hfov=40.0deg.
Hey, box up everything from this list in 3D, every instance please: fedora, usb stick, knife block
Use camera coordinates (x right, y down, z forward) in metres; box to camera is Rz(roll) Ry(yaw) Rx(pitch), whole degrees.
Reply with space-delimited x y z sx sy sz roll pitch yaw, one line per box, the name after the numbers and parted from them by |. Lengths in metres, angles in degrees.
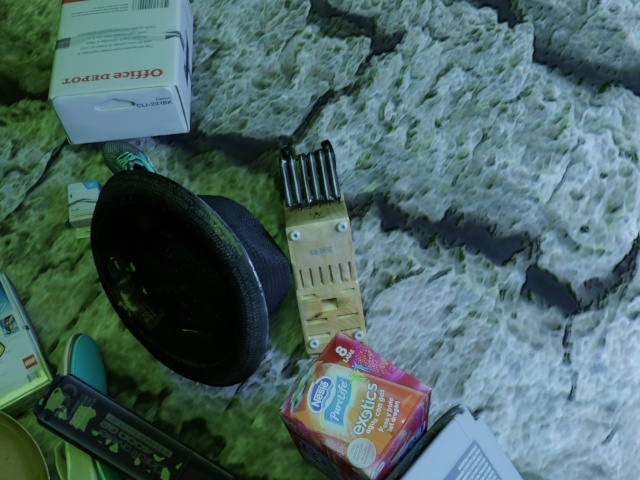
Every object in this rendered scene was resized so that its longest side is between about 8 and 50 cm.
-0.159 0.032 1.197 0.334 0.334 0.152 39 43 21 | fedora
-0.235 0.268 1.129 0.278 0.045 0.077 33 67 -4 | usb stick
0.000 0.000 1.282 0.088 0.242 0.276 -9 108 1 | knife block

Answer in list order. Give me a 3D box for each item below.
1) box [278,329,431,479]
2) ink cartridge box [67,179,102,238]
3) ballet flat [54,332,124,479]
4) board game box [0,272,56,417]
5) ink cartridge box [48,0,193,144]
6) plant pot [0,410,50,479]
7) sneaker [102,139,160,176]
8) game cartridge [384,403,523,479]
0.047 0.224 1.058 0.128 0.257 0.123 32 72 18 | box
-0.361 -0.048 1.353 0.048 0.028 0.083 -11 64 -1 | ink cartridge box
-0.328 0.248 1.182 0.086 0.086 0.249 -16 64 -3 | ballet flat
-0.542 0.200 1.232 0.305 0.053 0.193 -29 66 -9 | board game box
-0.311 -0.296 1.405 0.196 0.114 0.273 -6 54 2 | ink cartridge box
-0.464 0.330 1.142 0.236 0.032 0.237 0 82 1 | plant pot
-0.282 -0.109 1.350 0.065 0.076 0.166 -40 67 -15 | sneaker
0.158 0.327 0.994 0.062 0.297 0.198 -31 87 32 | game cartridge
